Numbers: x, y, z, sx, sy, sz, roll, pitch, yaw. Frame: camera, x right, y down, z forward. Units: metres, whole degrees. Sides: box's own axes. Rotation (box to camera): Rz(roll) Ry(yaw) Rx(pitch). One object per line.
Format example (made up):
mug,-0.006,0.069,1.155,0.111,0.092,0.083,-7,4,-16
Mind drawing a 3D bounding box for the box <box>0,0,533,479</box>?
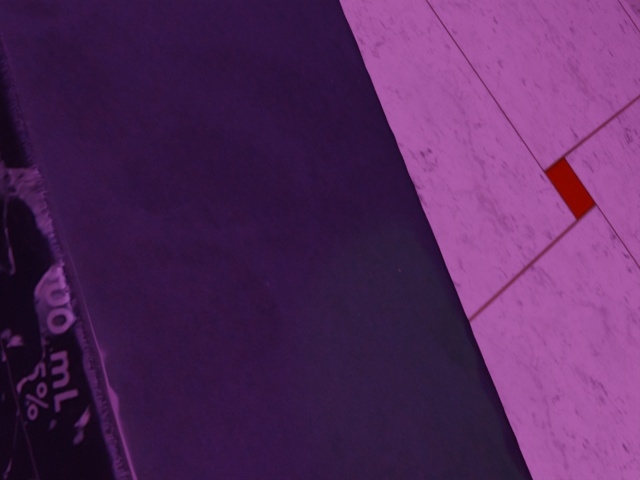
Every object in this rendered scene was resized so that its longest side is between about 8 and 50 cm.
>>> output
box,-0.190,0.071,0.864,0.297,0.472,0.479,6,57,-49
